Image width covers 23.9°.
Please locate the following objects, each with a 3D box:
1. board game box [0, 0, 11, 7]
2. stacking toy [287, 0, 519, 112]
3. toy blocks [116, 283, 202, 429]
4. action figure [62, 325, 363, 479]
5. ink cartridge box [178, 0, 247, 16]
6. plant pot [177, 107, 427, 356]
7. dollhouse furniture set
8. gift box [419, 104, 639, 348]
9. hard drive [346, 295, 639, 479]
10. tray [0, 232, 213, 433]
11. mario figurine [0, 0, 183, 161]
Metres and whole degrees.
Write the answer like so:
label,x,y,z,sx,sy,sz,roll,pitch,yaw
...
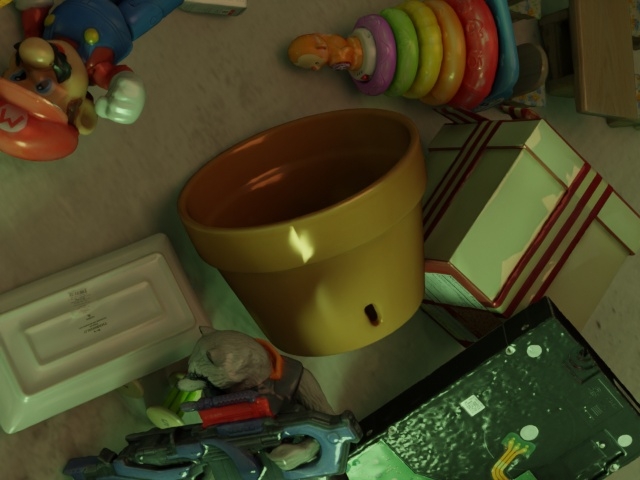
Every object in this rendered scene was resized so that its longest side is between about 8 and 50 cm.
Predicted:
label,x,y,z,sx,sy,sz,roll,pitch,yaw
board game box,-0.378,-0.460,1.486,0.356,0.356,0.356,41,60,-25
stacking toy,0.096,-0.246,1.966,0.302,0.175,0.166,-6,82,-27
toy blocks,-0.165,0.130,1.739,0.123,0.054,0.148,45,58,-22
action figure,-0.096,0.233,1.682,0.178,0.341,0.330,-74,155,-52
ink cartridge box,-0.177,-0.354,1.839,0.179,0.045,0.145,3,80,-19
plant pot,0.000,0.000,1.768,0.291,0.291,0.203,-38,121,-36
dollhouse furniture set,0.423,-0.376,2.160,0.362,0.256,0.394,4,79,-37
gift box,0.226,-0.021,1.954,0.255,0.276,0.258,43,74,-28
hard drive,0.211,0.248,1.859,0.237,0.339,0.064,47,16,-21
tray,-0.250,0.093,1.652,0.270,0.030,0.145,-23,81,-30
mario figurine,-0.263,-0.225,1.643,0.170,0.198,0.320,50,54,-29
